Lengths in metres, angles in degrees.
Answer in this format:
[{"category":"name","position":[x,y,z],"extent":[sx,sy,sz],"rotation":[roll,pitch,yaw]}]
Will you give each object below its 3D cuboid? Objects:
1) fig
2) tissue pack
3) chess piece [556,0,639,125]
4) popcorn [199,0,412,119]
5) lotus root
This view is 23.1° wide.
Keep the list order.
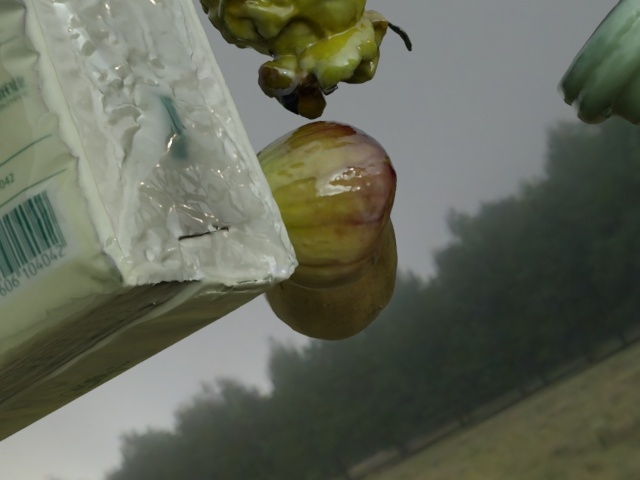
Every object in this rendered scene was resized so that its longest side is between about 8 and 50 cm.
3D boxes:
[{"category":"fig","position":[-0.031,-0.014,1.390],"extent":[0.230,0.143,0.160],"rotation":[-29,-25,-34]},{"category":"tissue pack","position":[-0.245,-0.026,1.160],"extent":[0.380,0.297,0.207],"rotation":[-29,-16,34]},{"category":"chess piece","position":[0.421,-0.135,1.663],"extent":[0.194,0.299,0.194],"rotation":[-47,-10,-11]},{"category":"popcorn","position":[-0.015,-0.224,1.425],"extent":[0.168,0.195,0.173],"rotation":[-43,-3,36]},{"category":"lotus root","position":[0.000,0.000,1.854],"extent":[0.182,0.183,0.310],"rotation":[-28,-32,-6]}]
